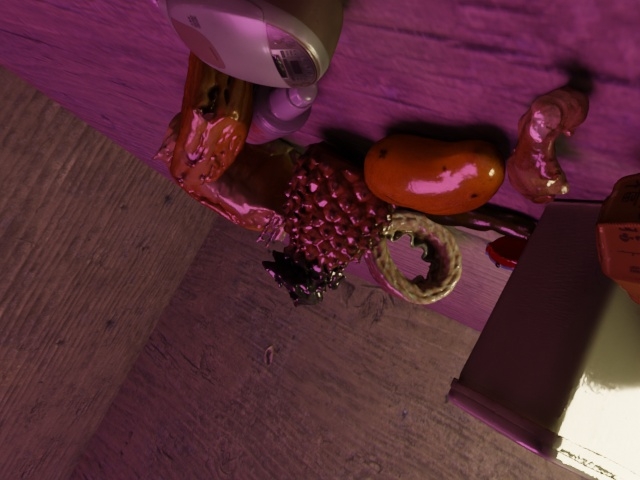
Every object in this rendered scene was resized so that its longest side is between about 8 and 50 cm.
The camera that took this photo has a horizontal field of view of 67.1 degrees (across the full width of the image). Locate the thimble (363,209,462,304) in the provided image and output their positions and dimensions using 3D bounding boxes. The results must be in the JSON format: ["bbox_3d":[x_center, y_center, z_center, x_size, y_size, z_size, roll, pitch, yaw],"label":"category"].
[{"bbox_3d":[0.208,0.041,1.141,0.229,0.196,0.148,27,173,-1],"label":"thimble"}]

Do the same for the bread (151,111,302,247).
[{"bbox_3d":[-0.179,-0.161,1.139,0.389,0.236,0.183,36,156,-1],"label":"bread"}]

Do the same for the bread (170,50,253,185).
[{"bbox_3d":[-0.163,-0.209,0.747,0.099,0.210,0.235,10,160,-20],"label":"bread"}]

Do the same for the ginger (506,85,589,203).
[{"bbox_3d":[0.258,-0.096,0.561,0.089,0.075,0.288,55,-174,18],"label":"ginger"}]

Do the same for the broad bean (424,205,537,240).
[{"bbox_3d":[0.288,-0.041,0.900,0.254,0.046,0.065,18,167,47],"label":"broad bean"}]

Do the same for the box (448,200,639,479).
[{"bbox_3d":[0.413,0.168,0.734,0.352,0.344,0.177,32,170,-28],"label":"box"}]

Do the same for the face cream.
[{"bbox_3d":[-0.069,-0.217,0.778,0.101,0.101,0.252,32,171,-24],"label":"face cream"}]

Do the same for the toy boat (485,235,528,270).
[{"bbox_3d":[0.393,0.032,0.925,0.173,0.069,0.059,13,156,44],"label":"toy boat"}]

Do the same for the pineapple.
[{"bbox_3d":[0.000,0.001,0.967,0.223,0.357,0.223,23,-161,-8],"label":"pineapple"}]

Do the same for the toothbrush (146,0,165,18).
[{"bbox_3d":[-0.243,-0.355,0.755,0.024,0.029,0.354,1,156,39],"label":"toothbrush"}]

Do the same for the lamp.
[{"bbox_3d":[0.380,-0.003,0.460,0.161,0.161,0.185,31,168,-21],"label":"lamp"}]

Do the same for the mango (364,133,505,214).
[{"bbox_3d":[0.163,-0.096,0.729,0.157,0.109,0.262,29,175,-28],"label":"mango"}]

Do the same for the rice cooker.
[{"bbox_3d":[-0.074,-0.249,0.527,0.206,0.127,0.145,29,172,16],"label":"rice cooker"}]
